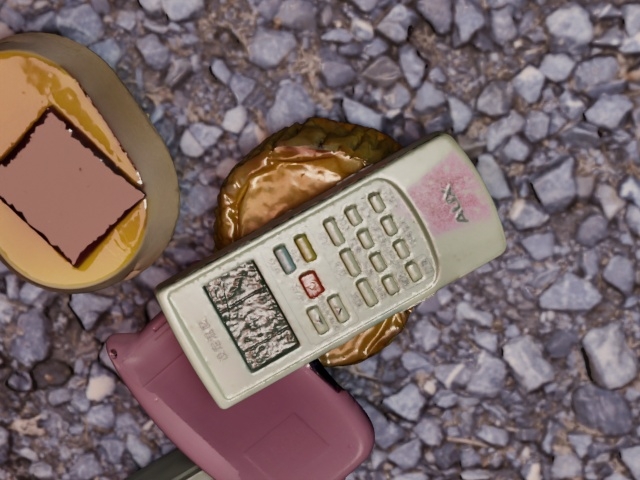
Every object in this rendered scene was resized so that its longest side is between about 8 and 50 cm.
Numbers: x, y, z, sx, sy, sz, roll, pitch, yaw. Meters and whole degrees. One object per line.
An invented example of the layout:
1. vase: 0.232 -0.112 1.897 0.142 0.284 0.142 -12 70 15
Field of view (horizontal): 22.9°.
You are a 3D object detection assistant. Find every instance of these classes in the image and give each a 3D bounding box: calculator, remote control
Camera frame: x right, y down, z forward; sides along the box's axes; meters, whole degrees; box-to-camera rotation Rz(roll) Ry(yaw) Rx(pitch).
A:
1. calculator: -0.079 0.171 1.658 0.194 0.043 0.294 -41 101 21
2. remote control: 0.014 0.027 1.579 0.344 0.050 0.145 -30 100 -3

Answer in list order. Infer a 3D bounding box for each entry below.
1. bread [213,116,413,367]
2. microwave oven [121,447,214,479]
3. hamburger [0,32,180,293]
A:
1. bread: 0.000 0.000 1.690 0.227 0.142 0.253 6 104 9
2. microwave oven: -0.130 0.349 1.785 0.122 0.162 0.208 -29 101 -16
3. hamburger: -0.286 -0.082 1.709 0.227 0.151 0.295 -31 93 10
